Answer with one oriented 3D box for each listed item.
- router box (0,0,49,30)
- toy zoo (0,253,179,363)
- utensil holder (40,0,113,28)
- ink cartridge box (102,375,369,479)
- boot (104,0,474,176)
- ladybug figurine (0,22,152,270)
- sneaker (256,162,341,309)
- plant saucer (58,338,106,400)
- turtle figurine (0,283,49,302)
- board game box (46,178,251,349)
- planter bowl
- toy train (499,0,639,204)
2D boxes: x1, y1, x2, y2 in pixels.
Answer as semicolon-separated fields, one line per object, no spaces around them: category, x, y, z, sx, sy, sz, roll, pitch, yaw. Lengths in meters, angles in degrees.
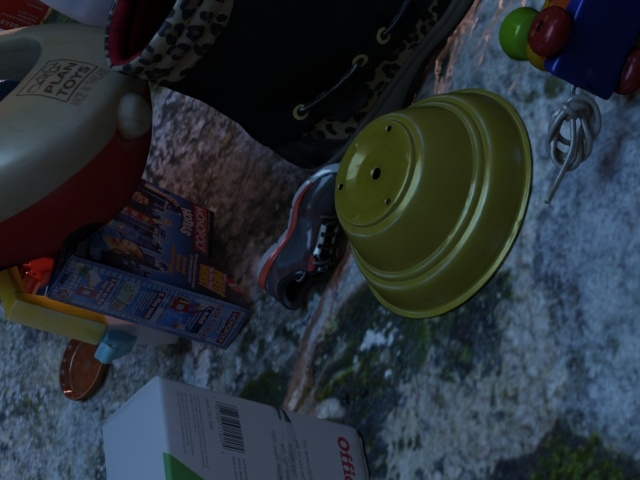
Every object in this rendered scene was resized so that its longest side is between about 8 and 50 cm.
router box;-0.409;-0.475;2.365;0.335;0.082;0.301;44;108;39
toy zoo;-0.256;0.021;1.895;0.030;0.192;0.293;-60;36;28
utensil holder;-0.152;-0.442;1.858;0.385;0.327;0.327;-56;38;32
ink cartridge box;-0.064;0.224;1.542;0.092;0.219;0.160;-41;44;36
boot;-0.008;-0.258;1.647;0.377;0.284;0.138;-61;38;12
ladybug figurine;-0.329;-0.076;1.751;0.449;0.162;0.305;-3;38;39
sneaker;0.000;0.000;1.711;0.065;0.061;0.158;52;124;38
plant saucer;-0.258;0.136;1.990;0.083;0.013;0.083;-26;54;43
turtle figurine;-0.398;-0.081;2.063;0.198;0.266;0.275;6;75;54
board game box;-0.165;0.022;1.815;0.060;0.194;0.194;-55;18;28
planter bowl;0.077;-0.047;1.603;0.217;0.090;0.217;-25;54;41
toy train;0.195;-0.159;1.512;0.143;0.105;0.248;25;93;63
